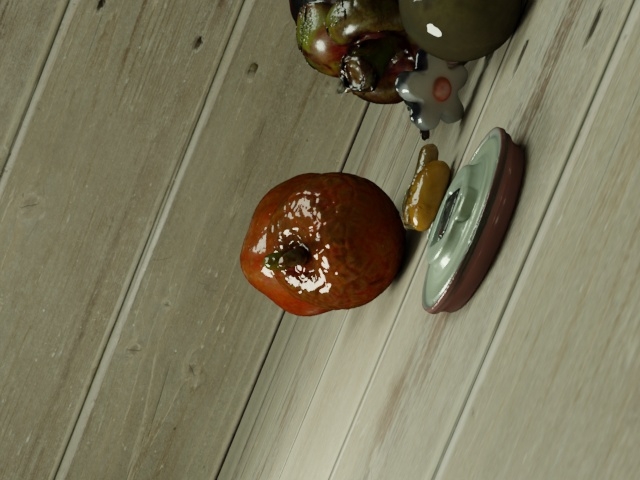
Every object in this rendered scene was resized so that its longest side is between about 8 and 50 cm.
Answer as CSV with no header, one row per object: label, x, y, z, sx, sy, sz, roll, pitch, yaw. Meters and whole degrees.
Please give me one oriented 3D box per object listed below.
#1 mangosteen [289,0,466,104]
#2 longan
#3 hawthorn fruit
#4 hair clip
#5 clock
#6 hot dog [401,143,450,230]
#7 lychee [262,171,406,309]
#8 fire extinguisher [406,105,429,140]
mangosteen,0.130,-0.463,1.987,0.421,0.381,0.381,-94,25,-61
longan,0.218,-0.375,1.629,0.220,0.196,0.196,-71,5,-45
hawthorn fruit,-0.007,0.012,2.083,0.311,0.295,0.295,24,93,62
hair clip,0.206,-0.304,1.761,0.257,0.146,0.075,-65,25,-3
clock,0.177,-0.024,1.298,0.244,0.056,0.244,-158,90,-85
hot dog,0.167,-0.084,1.678,0.140,0.060,0.090,-65,9,-1
lychee,0.023,0.006,1.794,0.300,0.255,0.255,-39,-16,-41
fire extinguisher,0.219,-0.292,2.132,0.075,0.106,0.252,-24,25,20
